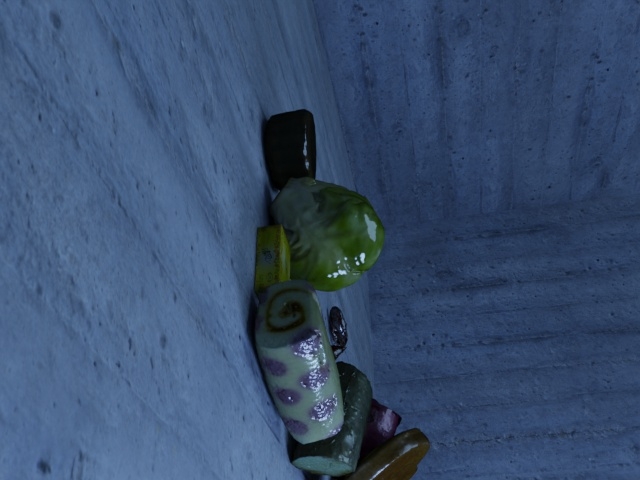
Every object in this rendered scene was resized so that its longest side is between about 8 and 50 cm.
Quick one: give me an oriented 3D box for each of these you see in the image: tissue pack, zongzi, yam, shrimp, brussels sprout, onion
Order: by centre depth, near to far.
[{"bbox_3d":[-0.107,0.061,1.535,0.095,0.062,0.176,72,12,-52],"label":"tissue pack"},{"bbox_3d":[0.034,0.464,1.682,0.304,0.168,0.168,-68,152,-51],"label":"yam"},{"bbox_3d":[0.003,-0.009,1.696,0.242,0.317,0.273,-46,153,-56],"label":"brussels sprout"},{"bbox_3d":[0.096,0.570,1.900,0.230,0.272,0.256,-58,144,-21],"label":"onion"},{"bbox_3d":[0.040,0.387,2.337,0.083,0.073,0.067,-35,127,-35],"label":"zongzi"},{"bbox_3d":[0.069,0.337,2.494,0.073,0.075,0.190,17,-53,64],"label":"shrimp"}]

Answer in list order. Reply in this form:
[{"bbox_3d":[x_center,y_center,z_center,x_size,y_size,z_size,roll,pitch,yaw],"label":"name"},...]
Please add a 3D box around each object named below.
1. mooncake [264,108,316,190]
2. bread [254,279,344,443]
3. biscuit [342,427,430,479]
[{"bbox_3d":[-0.077,-0.239,1.812,0.228,0.124,0.228,-3,90,-85],"label":"mooncake"},{"bbox_3d":[-0.045,0.271,1.460,0.187,0.155,0.338,-97,174,-52],"label":"bread"},{"bbox_3d":[0.142,0.638,1.779,0.070,0.394,0.350,47,22,29],"label":"biscuit"}]
